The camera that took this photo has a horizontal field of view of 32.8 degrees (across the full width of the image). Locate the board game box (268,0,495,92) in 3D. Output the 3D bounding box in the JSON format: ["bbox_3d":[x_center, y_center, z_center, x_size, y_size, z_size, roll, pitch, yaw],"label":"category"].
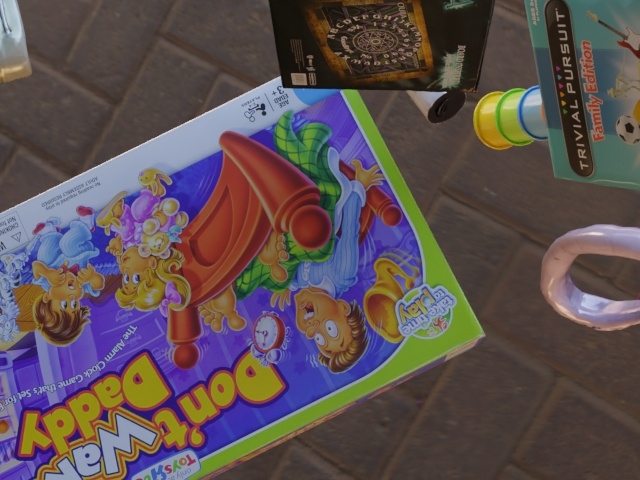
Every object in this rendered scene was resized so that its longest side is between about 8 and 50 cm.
[{"bbox_3d":[0.034,-0.134,0.606,0.126,0.186,0.026,2,72,3],"label":"board game box"}]

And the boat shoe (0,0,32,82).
[{"bbox_3d":[-0.330,-0.262,1.037,0.094,0.109,0.302,-5,64,-14],"label":"boat shoe"}]

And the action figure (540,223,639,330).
[{"bbox_3d":[0.325,0.057,0.493,0.276,0.248,0.370,-33,74,-8],"label":"action figure"}]

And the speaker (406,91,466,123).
[{"bbox_3d":[0.116,-0.202,1.293,0.055,0.055,0.136,-41,58,14],"label":"speaker"}]

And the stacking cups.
[{"bbox_3d":[0.350,-0.188,1.625,0.316,0.096,0.096,6,84,67],"label":"stacking cups"}]

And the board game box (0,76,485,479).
[{"bbox_3d":[-0.090,0.046,0.790,0.347,0.078,0.233,-27,78,-2],"label":"board game box"}]

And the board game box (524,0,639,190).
[{"bbox_3d":[0.405,-0.182,1.276,0.336,0.079,0.254,14,125,52],"label":"board game box"}]
